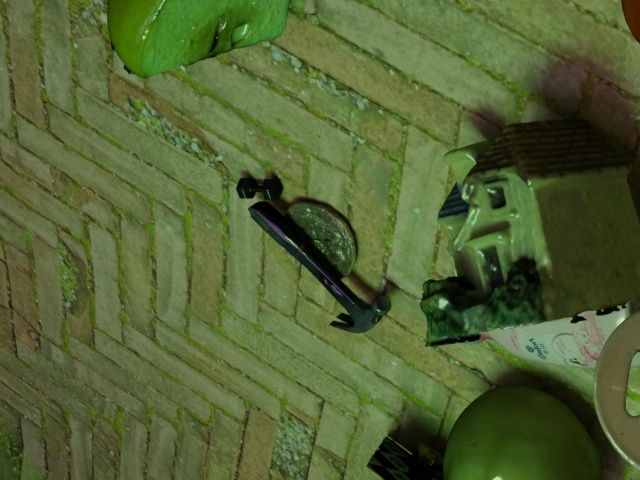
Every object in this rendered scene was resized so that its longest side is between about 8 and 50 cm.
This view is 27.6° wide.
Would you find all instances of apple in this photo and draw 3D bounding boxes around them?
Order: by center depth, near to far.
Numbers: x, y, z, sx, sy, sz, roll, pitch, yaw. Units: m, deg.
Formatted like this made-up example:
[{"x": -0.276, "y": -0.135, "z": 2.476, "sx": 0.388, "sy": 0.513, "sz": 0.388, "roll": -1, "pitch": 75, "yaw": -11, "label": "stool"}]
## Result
[{"x": 0.312, "y": 0.366, "z": 2.071, "sx": 0.262, "sy": 0.262, "sz": 0.262, "roll": 25, "pitch": 138, "yaw": 24, "label": "apple"}]

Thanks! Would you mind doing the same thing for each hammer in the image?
[{"x": -0.013, "y": 0.043, "z": 2.194, "sx": 0.290, "sy": 0.037, "sz": 0.137, "roll": 45, "pitch": 145, "yaw": 4, "label": "hammer"}]

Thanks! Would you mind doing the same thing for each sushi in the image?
[{"x": 0.227, "y": 0.428, "z": 2.272, "sx": 0.294, "sy": 0.059, "sz": 0.292, "roll": 35, "pitch": -174, "yaw": 9, "label": "sushi"}]

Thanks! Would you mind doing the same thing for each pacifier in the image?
[{"x": 0.529, "y": 0.208, "z": 1.738, "sx": 0.332, "sy": 0.220, "sz": 0.273, "roll": 8, "pitch": 135, "yaw": 8, "label": "pacifier"}]

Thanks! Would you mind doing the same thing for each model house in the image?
[{"x": 0.253, "y": -0.012, "z": 1.737, "sx": 0.321, "sy": 0.261, "sz": 0.266, "roll": -15, "pitch": 84, "yaw": 58, "label": "model house"}]

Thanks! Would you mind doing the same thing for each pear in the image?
[{"x": -0.162, "y": -0.397, "z": 1.798, "sx": 0.176, "sy": 0.286, "sz": 0.282, "roll": 53, "pitch": 147, "yaw": 22, "label": "pear"}]

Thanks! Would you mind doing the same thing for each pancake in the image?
[{"x": 0.000, "y": 0.000, "z": 2.196, "sx": 0.158, "sy": 0.028, "sz": 0.158, "roll": 25, "pitch": 137, "yaw": 26, "label": "pancake"}]

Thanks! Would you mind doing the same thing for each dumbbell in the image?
[{"x": -0.104, "y": -0.087, "z": 2.203, "sx": 0.083, "sy": 0.040, "sz": 0.036, "roll": 5, "pitch": 95, "yaw": 41, "label": "dumbbell"}]

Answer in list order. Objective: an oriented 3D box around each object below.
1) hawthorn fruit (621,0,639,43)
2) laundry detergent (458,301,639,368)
[{"x": 0.408, "y": -0.323, "z": 1.389, "sx": 0.207, "sy": 0.207, "sz": 0.243, "roll": -10, "pitch": 104, "yaw": 47, "label": "hawthorn fruit"}, {"x": 0.337, "y": 0.116, "z": 1.938, "sx": 0.335, "sy": 0.088, "sz": 0.159, "roll": -2, "pitch": 113, "yaw": 45, "label": "laundry detergent"}]
